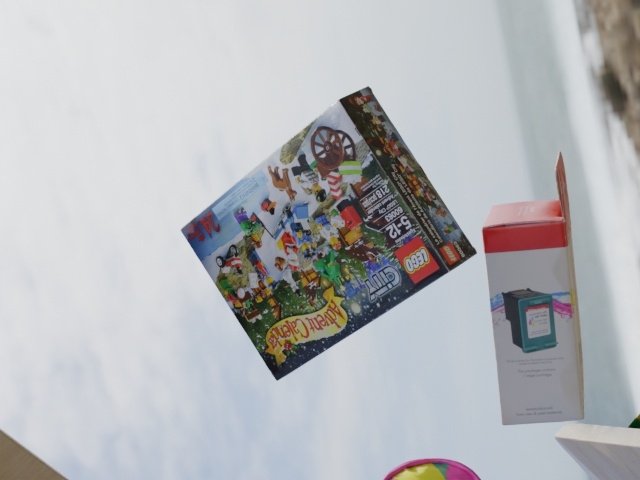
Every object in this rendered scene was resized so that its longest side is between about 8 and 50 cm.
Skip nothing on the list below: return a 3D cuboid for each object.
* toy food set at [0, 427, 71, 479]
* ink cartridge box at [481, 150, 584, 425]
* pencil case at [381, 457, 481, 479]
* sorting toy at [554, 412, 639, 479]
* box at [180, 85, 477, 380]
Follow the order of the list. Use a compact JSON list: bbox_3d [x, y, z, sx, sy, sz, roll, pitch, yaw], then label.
[{"bbox_3d":[-0.362,0.235,1.249,0.220,0.092,0.306,37,-153,1],"label":"toy food set"},{"bbox_3d":[0.197,0.041,1.358,0.134,0.078,0.231,-42,-54,-76],"label":"ink cartridge box"},{"bbox_3d":[0.099,0.301,1.290,0.104,0.104,0.236,-90,-4,-54],"label":"pencil case"},{"bbox_3d":[0.404,0.271,1.539,0.257,0.089,0.255,47,167,-6],"label":"sorting toy"},{"bbox_3d":[0.000,0.000,1.212,0.044,0.233,0.159,-28,-96,-47],"label":"box"}]
